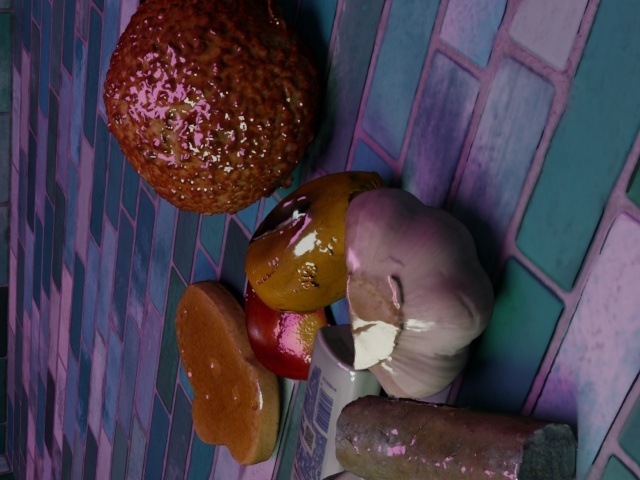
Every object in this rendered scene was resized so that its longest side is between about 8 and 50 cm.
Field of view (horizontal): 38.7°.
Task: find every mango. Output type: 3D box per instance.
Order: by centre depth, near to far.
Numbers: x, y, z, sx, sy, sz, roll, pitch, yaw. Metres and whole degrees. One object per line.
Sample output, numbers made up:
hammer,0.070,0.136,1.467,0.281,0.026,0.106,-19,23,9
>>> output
mango,0.000,0.000,1.132,0.249,0.151,0.156,-49,14,43

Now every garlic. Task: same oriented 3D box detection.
garlic,0.112,0.047,0.963,0.142,0.178,0.230,-15,102,30

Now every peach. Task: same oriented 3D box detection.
peach,-0.071,0.106,1.351,0.279,0.068,0.189,28,118,55

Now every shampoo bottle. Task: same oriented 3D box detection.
shampoo bottle,0.010,0.284,1.241,0.134,0.078,0.360,47,136,50

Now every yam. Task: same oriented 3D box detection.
yam,0.132,0.220,0.948,0.259,0.106,0.106,-1,96,49

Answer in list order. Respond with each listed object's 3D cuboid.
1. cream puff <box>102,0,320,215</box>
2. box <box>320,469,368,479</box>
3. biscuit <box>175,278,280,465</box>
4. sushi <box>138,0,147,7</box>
cream puff,-0.165,-0.198,1.245,0.350,0.228,0.351,4,96,38
box,0.087,0.354,1.058,0.129,0.147,0.210,-49,54,40
biscuit,-0.159,0.235,1.541,0.344,0.057,0.288,49,136,43
sushi,-0.220,-0.366,1.449,0.115,0.147,0.213,156,122,-65
